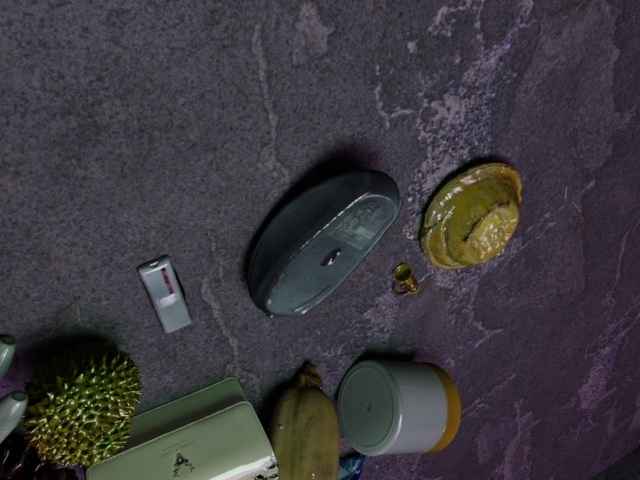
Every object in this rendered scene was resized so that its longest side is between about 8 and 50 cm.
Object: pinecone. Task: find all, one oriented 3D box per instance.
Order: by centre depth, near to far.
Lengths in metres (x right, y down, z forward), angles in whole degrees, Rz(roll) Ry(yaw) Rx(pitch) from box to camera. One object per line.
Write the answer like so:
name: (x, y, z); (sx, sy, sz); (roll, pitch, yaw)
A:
pinecone: (-0.566, 0.459, 1.110); (0.222, 0.221, 0.221); (-18, 131, -21)

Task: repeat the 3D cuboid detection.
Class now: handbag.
handbag: (-0.293, 0.465, 1.271); (0.359, 0.236, 0.160); (-19, 133, -20)

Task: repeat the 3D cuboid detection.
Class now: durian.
durian: (-0.412, 0.276, 1.063); (0.200, 0.237, 0.176); (0, 98, -5)

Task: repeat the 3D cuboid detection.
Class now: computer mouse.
computer mouse: (0.000, -0.002, 1.189); (0.374, 0.114, 0.203); (-46, 138, 17)

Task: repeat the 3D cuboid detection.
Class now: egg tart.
egg tart: (0.366, -0.041, 1.398); (0.290, 0.115, 0.290); (-19, 133, -22)

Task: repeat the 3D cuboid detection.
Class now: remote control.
remote control: (-0.287, 0.105, 1.142); (0.065, 0.029, 0.166); (-22, 132, -16)

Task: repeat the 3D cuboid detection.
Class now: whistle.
whistle: (0.206, 0.108, 1.458); (0.057, 0.046, 0.109); (-48, 143, -13)

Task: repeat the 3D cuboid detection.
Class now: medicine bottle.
medicine bottle: (0.200, 0.429, 1.565); (0.232, 0.238, 0.237); (12, 116, -37)

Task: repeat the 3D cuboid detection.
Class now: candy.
candy: (-0.006, 0.710, 1.763); (0.331, 0.077, 0.187); (-4, 127, -34)

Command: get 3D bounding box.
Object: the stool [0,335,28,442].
stool: (-0.590, 0.269, 0.956); (0.195, 0.195, 0.198); (20, 110, -41)

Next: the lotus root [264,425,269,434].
lotus root: (-0.085, 0.516, 1.527); (0.210, 0.120, 0.120); (2, 122, -31)

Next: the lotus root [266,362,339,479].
lotus root: (-0.039, 0.459, 1.410); (0.169, 0.342, 0.151); (-6, 149, 17)
